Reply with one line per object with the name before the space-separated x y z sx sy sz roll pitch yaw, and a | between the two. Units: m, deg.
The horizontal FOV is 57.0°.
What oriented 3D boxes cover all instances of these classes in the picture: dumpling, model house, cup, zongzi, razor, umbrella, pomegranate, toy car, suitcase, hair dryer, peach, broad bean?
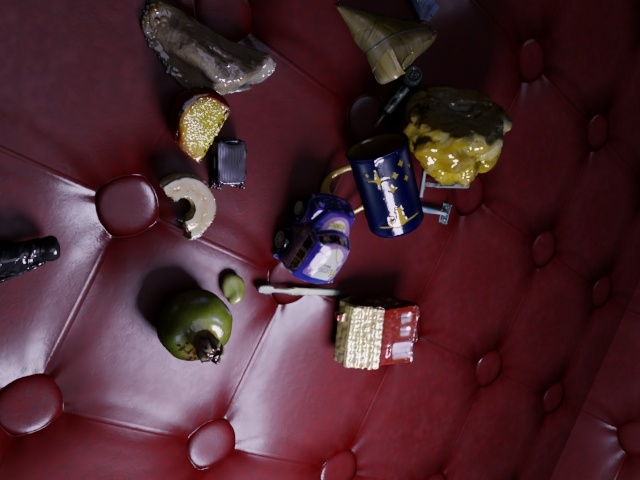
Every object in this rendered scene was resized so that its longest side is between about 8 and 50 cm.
dumpling | -0.253 -0.409 1.346 0.332 0.086 0.166 16 91 -31
model house | 0.142 0.268 1.746 0.253 0.160 0.196 2 101 -32
cup | 0.148 -0.146 1.667 0.178 0.254 0.256 -61 140 -53
zongzi | 0.175 -0.579 1.591 0.256 0.115 0.228 49 60 -9
razor | 0.400 -0.177 1.871 0.211 0.036 0.084 -2 106 -33
umbrella | -0.696 0.069 1.160 0.357 0.113 0.106 -17 89 -29
pomegranate | -0.284 0.209 1.419 0.179 0.210 0.179 -26 122 -52
toy car | 0.000 0.000 1.556 0.172 0.158 0.235 13 118 -34
suitcase | -0.227 -0.188 1.437 0.086 0.059 0.126 -6 104 -33
hair dryer | 0.215 -0.399 1.664 0.057 0.100 0.198 38 97 5
peach | -0.282 -0.272 1.356 0.127 0.092 0.172 -4 123 -31
razor | 0.349 -0.094 1.861 0.135 0.040 0.068 9 97 -30
broad bean | -0.225 0.125 1.532 0.063 0.045 0.083 -15 103 -18

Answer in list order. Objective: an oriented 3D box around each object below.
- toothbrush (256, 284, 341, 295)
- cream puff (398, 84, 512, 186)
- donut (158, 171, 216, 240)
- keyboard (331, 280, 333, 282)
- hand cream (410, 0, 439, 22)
toothbrush | -0.054 0.142 1.658 0.294 0.028 0.026 7 100 -35
cream puff | 0.376 -0.279 1.701 0.324 0.291 0.257 -53 156 -40
donut | -0.309 -0.094 1.402 0.108 0.065 0.166 -34 118 -22
keyboard | 0.040 0.028 1.674 0.014 0.055 0.176 8 98 -25
hand cream | 0.247 -0.722 1.614 0.271 0.058 0.091 49 63 -36
